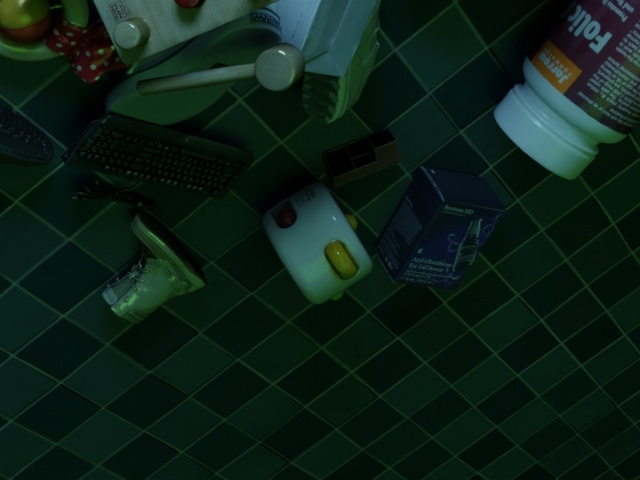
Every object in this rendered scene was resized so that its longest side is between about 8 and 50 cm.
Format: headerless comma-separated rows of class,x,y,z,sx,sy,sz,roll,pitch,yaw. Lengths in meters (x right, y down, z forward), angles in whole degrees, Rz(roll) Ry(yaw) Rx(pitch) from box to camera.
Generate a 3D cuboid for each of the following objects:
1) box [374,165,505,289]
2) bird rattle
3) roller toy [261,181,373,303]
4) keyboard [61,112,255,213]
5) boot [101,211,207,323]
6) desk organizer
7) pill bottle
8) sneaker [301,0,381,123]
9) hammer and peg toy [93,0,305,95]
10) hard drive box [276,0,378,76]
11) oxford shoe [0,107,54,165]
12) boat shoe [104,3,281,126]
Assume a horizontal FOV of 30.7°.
box,0.222,-0.022,2.200,0.153,0.108,0.207,7,126,-31
bird rattle,-0.386,-0.326,1.644,0.206,0.143,0.254,-10,148,-2
roller toy,0.000,0.000,2.047,0.146,0.191,0.209,-32,169,2
keyboard,-0.276,-0.108,1.895,0.317,0.033,0.201,12,137,-43
boot,-0.313,0.054,2.029,0.165,0.077,0.213,-31,139,5
desk organizer,0.073,-0.147,2.055,0.130,0.047,0.050,-22,134,-7
pill bottle,0.488,-0.309,1.984,0.224,0.224,0.392,20,118,-38
sneaker,0.044,-0.330,1.860,0.115,0.105,0.281,-30,145,-51
hammer and peg toy,-0.176,-0.333,1.495,0.265,0.127,0.361,-20,104,13
hard drive box,-0.010,-0.375,1.670,0.089,0.232,0.181,4,128,-30
oxford shoe,-0.513,-0.149,1.754,0.227,0.083,0.096,13,142,-34
boat shoe,-0.201,-0.296,1.726,0.135,0.157,0.367,10,154,-39
